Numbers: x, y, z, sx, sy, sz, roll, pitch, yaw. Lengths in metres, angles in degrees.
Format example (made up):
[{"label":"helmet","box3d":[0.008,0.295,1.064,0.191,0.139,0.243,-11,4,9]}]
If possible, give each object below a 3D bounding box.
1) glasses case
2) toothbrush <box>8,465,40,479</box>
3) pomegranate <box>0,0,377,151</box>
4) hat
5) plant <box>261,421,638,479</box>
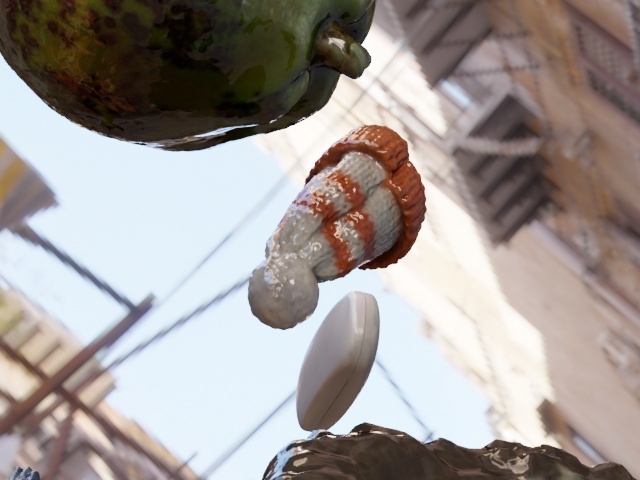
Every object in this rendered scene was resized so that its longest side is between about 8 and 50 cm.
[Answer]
[{"label":"glasses case","box3d":[0.014,0.111,1.425,0.049,0.076,0.197,10,-31,-11]},{"label":"toothbrush","box3d":[-0.289,0.304,0.996,0.418,0.042,0.040,-56,-31,-41]},{"label":"pomegranate","box3d":[-0.105,-0.147,0.826,0.222,0.276,0.204,29,-120,-72]},{"label":"hat","box3d":[0.000,0.000,1.094,0.162,0.093,0.112,-38,-16,-42]},{"label":"plant","box3d":[0.037,0.235,0.554,0.215,0.213,0.312,14,-80,-21]}]
